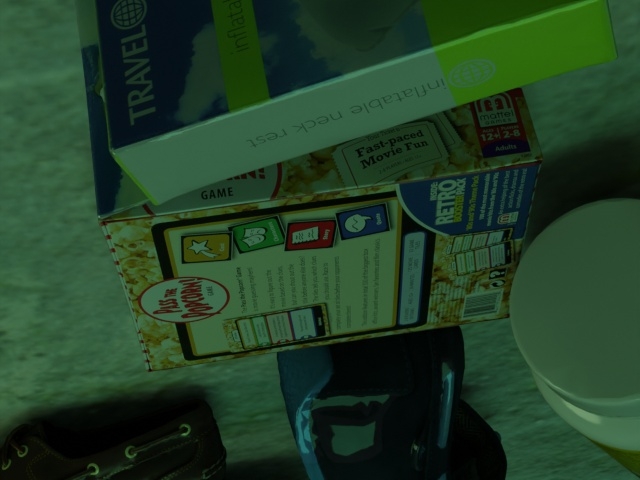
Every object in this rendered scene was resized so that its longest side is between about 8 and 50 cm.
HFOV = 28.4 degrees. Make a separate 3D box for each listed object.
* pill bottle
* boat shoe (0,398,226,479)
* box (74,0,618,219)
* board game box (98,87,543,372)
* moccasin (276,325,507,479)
[{"bbox_3d":[0.177,0.059,0.662,0.119,0.119,0.208,-22,153,18],"label":"pill bottle"},{"bbox_3d":[-0.161,0.142,0.776,0.207,0.073,0.073,-11,110,-4],"label":"boat shoe"},{"bbox_3d":[-0.005,-0.083,0.417,0.178,0.109,0.042,-17,151,10],"label":"box"},{"bbox_3d":[0.000,0.000,0.608,0.193,0.045,0.147,-8,148,-4],"label":"board game box"},{"bbox_3d":[0.066,0.159,0.795,0.117,0.138,0.342,-17,148,3],"label":"moccasin"}]
